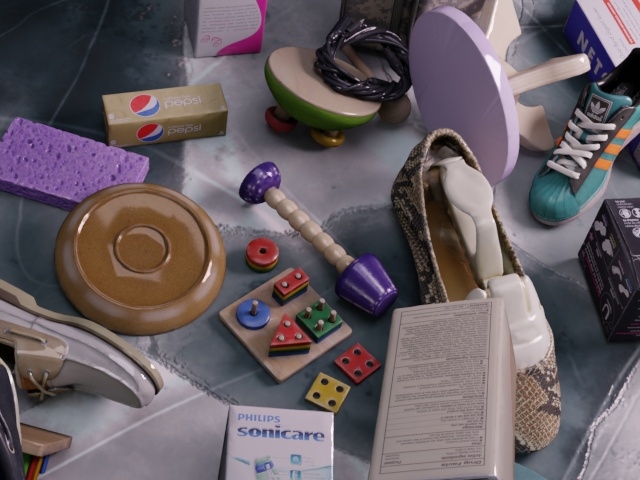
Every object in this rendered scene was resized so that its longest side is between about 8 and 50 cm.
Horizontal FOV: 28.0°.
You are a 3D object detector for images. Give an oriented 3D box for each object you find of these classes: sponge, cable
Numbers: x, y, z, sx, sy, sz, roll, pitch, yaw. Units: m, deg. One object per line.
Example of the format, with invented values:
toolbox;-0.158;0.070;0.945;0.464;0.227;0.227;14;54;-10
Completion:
sponge;-0.365;-0.101;1.843;0.210;0.031;0.117;17;54;4
cable;0.068;-0.264;1.937;0.150;0.047;0.184;34;41;-5

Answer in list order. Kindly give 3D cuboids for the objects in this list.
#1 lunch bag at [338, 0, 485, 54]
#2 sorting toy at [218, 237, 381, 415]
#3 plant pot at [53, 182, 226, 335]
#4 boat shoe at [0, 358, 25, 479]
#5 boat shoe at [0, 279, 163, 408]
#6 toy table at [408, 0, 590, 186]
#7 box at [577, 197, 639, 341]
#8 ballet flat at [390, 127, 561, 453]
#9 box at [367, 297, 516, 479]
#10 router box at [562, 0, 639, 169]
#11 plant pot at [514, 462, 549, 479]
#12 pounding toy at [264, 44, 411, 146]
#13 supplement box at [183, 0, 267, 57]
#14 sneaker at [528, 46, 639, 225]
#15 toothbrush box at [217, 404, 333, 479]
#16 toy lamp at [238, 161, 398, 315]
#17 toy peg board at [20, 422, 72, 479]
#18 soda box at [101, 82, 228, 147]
lunch bag;0.176;-0.432;2.007;0.256;0.305;0.212;13;53;2
sorting toy;-0.040;0.110;1.729;0.132;0.046;0.274;-32;64;-28
plant pot;-0.244;0.016;1.753;0.236;0.032;0.236;5;60;-10
boat shoe;-0.375;0.351;1.344;0.187;0.156;0.500;-8;82;-3
boat shoe;-0.344;0.150;1.618;0.302;0.113;0.103;21;54;20
toy table;0.259;-0.235;1.925;0.161;0.274;0.252;-29;28;-34
box;0.516;0.036;1.814;0.247;0.142;0.163;-2;53;-12
ballet flat;0.211;0.044;1.733;0.164;0.182;0.483;-7;55;-15
box;0.148;0.211;1.486;0.148;0.121;0.311;-6;34;15
router box;0.602;-0.273;2.094;0.301;0.082;0.335;-9;56;-15
plant pot;0.193;0.356;1.512;0.234;0.165;0.165;34;55;30
pounding toy;0.005;-0.203;1.950;0.237;0.110;0.183;-14;49;-47
supplement box;-0.146;-0.400;1.984;0.111;0.220;0.114;-7;54;-15
sneaker;0.405;-0.163;1.912;0.108;0.121;0.302;30;75;31
toothbrush box;-0.058;0.364;1.431;0.126;0.216;0.295;6;54;-5
toy lamp;0.000;0.000;1.800;0.080;0.080;0.274;-31;63;-28
toy peg board;-0.397;0.254;1.520;0.161;0.160;0.079;15;85;2
soda box;-0.232;-0.186;1.912;0.181;0.058;0.061;-8;55;-14
